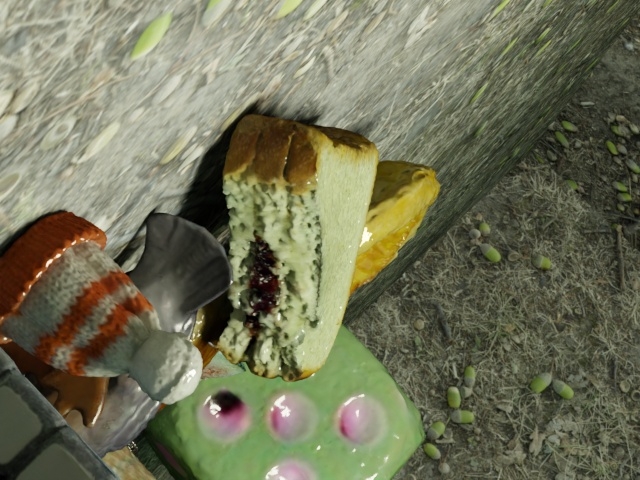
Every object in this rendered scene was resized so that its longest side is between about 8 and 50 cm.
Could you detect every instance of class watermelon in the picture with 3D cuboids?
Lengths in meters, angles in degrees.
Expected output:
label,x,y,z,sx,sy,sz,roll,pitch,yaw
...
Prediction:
label,x,y,z,sx,sy,sz,roll,pitch,yaw
watermelon,-0.158,0.130,1.767,0.094,0.081,0.180,-29,155,-3

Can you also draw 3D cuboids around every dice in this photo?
label,x,y,z,sx,sy,sz,roll,pitch,yaw
dice,-0.053,0.296,2.209,0.318,0.330,0.322,-42,174,-14

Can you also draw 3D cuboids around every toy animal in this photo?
label,x,y,z,sx,sy,sz,roll,pitch,yaw
toy animal,-0.194,0.110,1.246,0.298,0.122,0.185,-51,164,-15

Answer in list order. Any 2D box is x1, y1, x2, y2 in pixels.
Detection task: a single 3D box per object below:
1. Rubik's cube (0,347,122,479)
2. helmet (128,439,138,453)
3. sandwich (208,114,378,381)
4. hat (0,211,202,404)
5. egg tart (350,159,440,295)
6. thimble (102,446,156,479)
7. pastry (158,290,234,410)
label,x,y,z,sx,sy,sz,roll,pitch,yaw
Rubik's cube,-0.249,0.189,0.915,0.238,0.237,0.237,-45,174,-13
helmet,-0.276,0.257,1.764,0.098,0.070,0.123,-51,167,-9
sandwich,-0.031,0.012,1.359,0.288,0.100,0.254,0,109,-79
hat,-0.153,0.059,1.024,0.112,0.162,0.093,-46,171,-32
egg tart,0.000,0.000,1.690,0.319,0.128,0.319,-42,172,-7
thimble,-0.288,0.283,1.548,0.196,0.148,0.229,-48,174,17
pastry,-0.161,0.102,1.475,0.192,0.093,0.182,-44,171,-11
